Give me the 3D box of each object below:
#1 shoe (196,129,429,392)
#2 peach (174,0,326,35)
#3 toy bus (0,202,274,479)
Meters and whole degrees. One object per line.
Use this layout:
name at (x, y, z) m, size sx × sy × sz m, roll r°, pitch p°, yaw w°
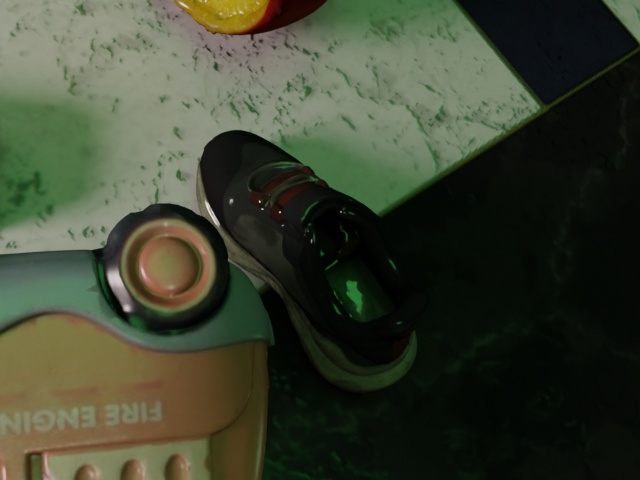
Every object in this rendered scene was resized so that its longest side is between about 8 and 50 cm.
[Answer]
shoe at (0.000, 0.000, 0.706) m, size 0.099 × 0.112 × 0.227 m, roll -32°, pitch 81°, yaw -27°
peach at (-0.063, -0.269, 0.769) m, size 0.190 × 0.196 × 0.226 m, roll -6°, pitch 62°, yaw 15°
toy bus at (-0.166, 0.111, 0.569) m, size 0.288 × 0.194 × 0.232 m, roll -4°, pitch 80°, yaw -21°
